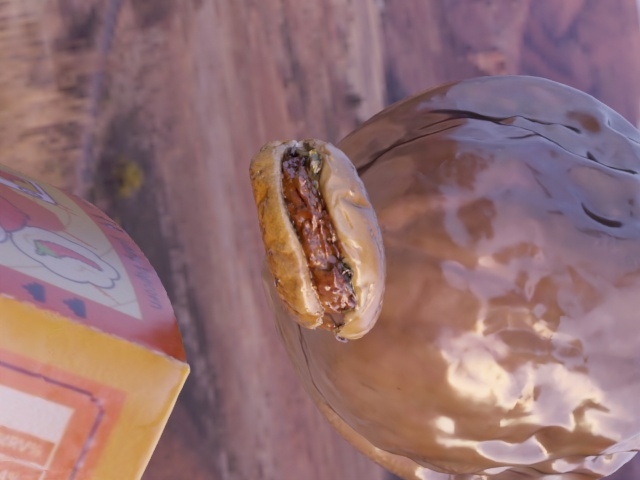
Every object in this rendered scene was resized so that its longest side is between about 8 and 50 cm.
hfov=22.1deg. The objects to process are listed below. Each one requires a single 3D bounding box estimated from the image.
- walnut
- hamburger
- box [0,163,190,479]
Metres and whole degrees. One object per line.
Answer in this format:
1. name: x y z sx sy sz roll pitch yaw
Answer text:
1. walnut: 0.097 0.028 0.936 0.273 0.273 0.227 -84 -168 -60
2. hamburger: 0.000 0.000 0.600 0.083 0.044 0.076 116 -39 -83
3. box: -0.236 0.040 0.594 0.214 0.283 0.259 -63 -156 6
